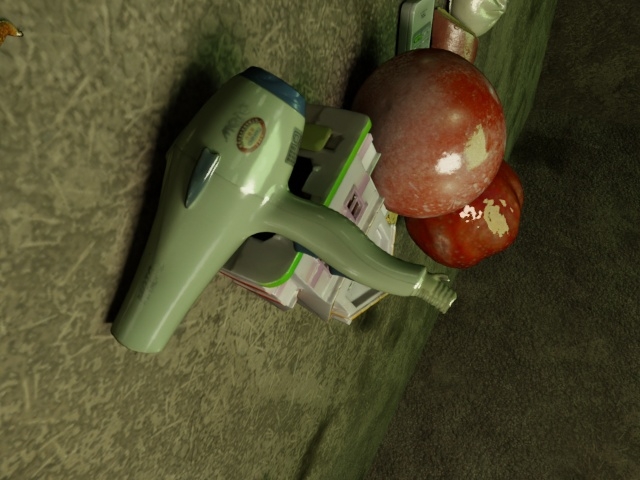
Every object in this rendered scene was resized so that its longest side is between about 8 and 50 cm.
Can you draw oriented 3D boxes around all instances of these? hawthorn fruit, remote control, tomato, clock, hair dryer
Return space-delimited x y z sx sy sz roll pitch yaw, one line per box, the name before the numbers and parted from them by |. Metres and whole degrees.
hawthorn fruit | 0.310 -0.104 1.101 0.330 0.287 0.287 40 69 -28
remote control | 0.181 -0.345 0.926 0.103 0.034 0.250 -48 149 -39
tomato | 0.156 -0.164 0.759 0.227 0.270 0.270 -14 130 -19
clock | 0.001 0.000 0.672 0.235 0.166 0.309 -62 148 -15
hair dryer | -0.073 0.027 0.458 0.296 0.298 0.119 -39 173 9

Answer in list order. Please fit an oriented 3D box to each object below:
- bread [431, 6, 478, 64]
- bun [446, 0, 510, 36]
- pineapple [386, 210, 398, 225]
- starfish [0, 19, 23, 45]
bread | 0.293 -0.411 1.029 0.067 0.119 0.192 -106 -172 -49
bun | 0.359 -0.541 1.042 0.173 0.119 0.173 -43 143 -44
pineapple | 0.140 -0.079 1.015 0.116 0.069 0.137 -44 144 -43
starfish | -0.221 -0.092 0.273 0.133 0.041 0.130 -51 152 -35
